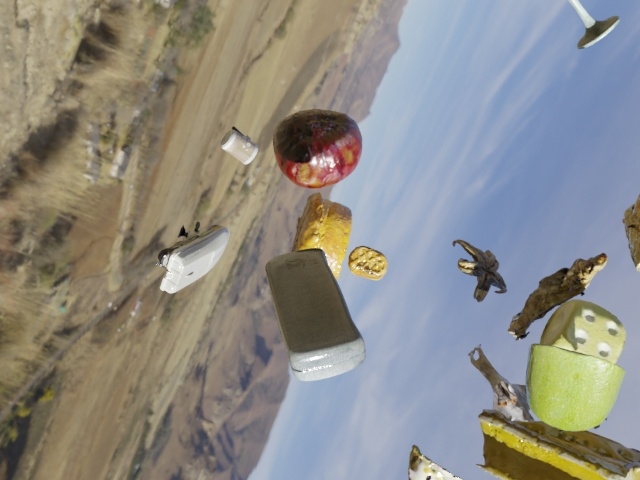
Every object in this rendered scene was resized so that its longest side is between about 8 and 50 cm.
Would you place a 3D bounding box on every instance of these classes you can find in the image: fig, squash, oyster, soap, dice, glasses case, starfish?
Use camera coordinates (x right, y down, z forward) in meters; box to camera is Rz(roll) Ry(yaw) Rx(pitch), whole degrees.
[{"bbox_3d":[-0.014,-0.234,1.625,0.263,0.224,0.224,4,-110,66],"label":"fig"},{"bbox_3d":[0.516,0.251,1.286,0.189,0.189,0.260,-71,158,-48],"label":"squash"},{"bbox_3d":[0.269,0.578,1.439,0.133,0.209,0.072,-59,168,2],"label":"oyster"},{"bbox_3d":[0.520,0.117,1.419,0.129,0.078,0.345,-35,164,-33],"label":"oyster"},{"bbox_3d":[0.562,0.508,1.466,0.339,0.304,0.169,17,-92,41],"label":"soap"},{"bbox_3d":[0.749,0.282,1.819,0.166,0.169,0.169,-58,176,-19],"label":"dice"},{"bbox_3d":[-0.018,0.125,1.169,0.323,0.131,0.074,-114,-168,-58],"label":"glasses case"},{"bbox_3d":[0.434,0.071,1.719,0.146,0.190,0.074,-21,169,-34],"label":"starfish"}]

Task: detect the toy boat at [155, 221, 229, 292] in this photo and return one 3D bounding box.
[{"bbox_3d":[-0.348,0.032,1.721,0.140,0.141,0.269,-65,178,32],"label":"toy boat"}]

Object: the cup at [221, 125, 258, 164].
[{"bbox_3d":[-0.252,-0.309,1.998,0.074,0.099,0.102,-9,-124,50],"label":"cup"}]

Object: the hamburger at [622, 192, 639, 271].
[{"bbox_3d":[0.679,-0.041,1.154,0.209,0.330,0.162,-110,-160,-47],"label":"hamburger"}]

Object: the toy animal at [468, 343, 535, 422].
[{"bbox_3d":[0.519,0.402,1.789,0.225,0.284,0.302,-42,158,6],"label":"toy animal"}]

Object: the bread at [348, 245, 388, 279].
[{"bbox_3d":[0.129,0.059,1.711,0.044,0.111,0.083,124,-16,-76],"label":"bread"}]

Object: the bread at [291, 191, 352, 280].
[{"bbox_3d":[0.000,0.000,1.756,0.268,0.146,0.268,-168,-90,-82],"label":"bread"}]

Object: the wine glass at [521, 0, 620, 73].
[{"bbox_3d":[0.437,-0.521,1.369,0.264,0.309,0.096,-28,-159,51],"label":"wine glass"}]
